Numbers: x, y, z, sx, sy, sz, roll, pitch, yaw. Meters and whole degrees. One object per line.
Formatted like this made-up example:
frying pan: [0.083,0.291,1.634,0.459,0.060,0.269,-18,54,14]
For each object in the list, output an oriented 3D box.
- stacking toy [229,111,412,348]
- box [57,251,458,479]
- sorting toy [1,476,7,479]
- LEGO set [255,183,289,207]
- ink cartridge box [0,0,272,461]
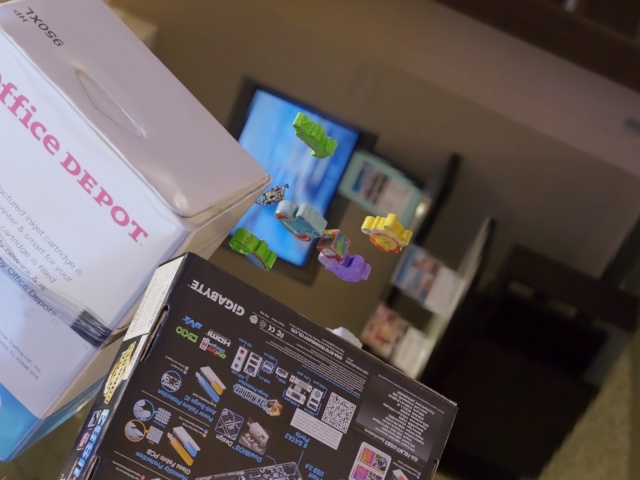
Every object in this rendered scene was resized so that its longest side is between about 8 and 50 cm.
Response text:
stacking toy: [0.000,0.000,1.389,0.052,0.221,0.167,-2,52,42]
box: [-0.058,0.205,1.096,0.073,0.295,0.293,-20,43,60]
sorting toy: [-0.425,0.311,1.613,0.102,0.042,0.061,-40,1,15]
LEGO set: [-0.066,-0.064,1.935,0.054,0.023,0.083,-23,7,13]
ink cartridge box: [-0.279,-0.014,1.328,0.395,0.285,0.166,-48,-6,34]
